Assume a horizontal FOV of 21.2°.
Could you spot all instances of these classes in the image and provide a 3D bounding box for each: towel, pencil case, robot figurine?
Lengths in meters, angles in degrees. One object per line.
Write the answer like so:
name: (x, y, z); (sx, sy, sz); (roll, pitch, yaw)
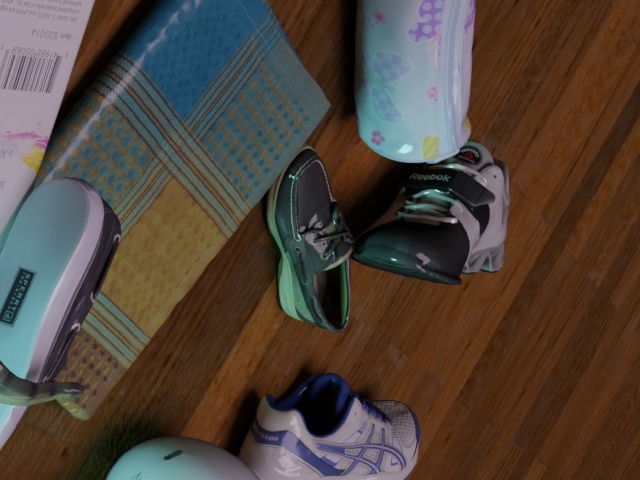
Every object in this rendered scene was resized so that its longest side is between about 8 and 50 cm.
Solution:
towel: (-0.148, -0.047, 1.447); (0.370, 0.040, 0.271); (-53, 149, -13)
pencil case: (0.095, -0.207, 1.611); (0.113, 0.124, 0.273); (-37, 143, -38)
robot figurine: (-0.155, 0.319, 1.604); (0.209, 0.173, 0.278); (-73, -174, -83)

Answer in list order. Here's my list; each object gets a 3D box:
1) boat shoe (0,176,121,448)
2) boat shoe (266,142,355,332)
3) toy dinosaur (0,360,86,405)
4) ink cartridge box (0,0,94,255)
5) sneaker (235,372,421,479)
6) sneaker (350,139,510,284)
boat shoe: (-0.204, 0.067, 1.174); (0.228, 0.080, 0.076); (-67, 152, -8)
boat shoe: (-0.001, 0.001, 1.680); (0.080, 0.073, 0.224); (-41, 145, -33)
toy dinosaur: (-0.263, 0.052, 1.038); (0.118, 0.064, 0.268); (-30, 131, 8)
ink cartridge box: (-0.293, -0.053, 1.121); (0.207, 0.119, 0.353); (0, 113, -58)
sneaker: (0.027, 0.204, 1.856); (0.296, 0.112, 0.131); (-14, 125, -54)
sneaker: (0.124, -0.036, 1.810); (0.330, 0.122, 0.146); (-17, 121, -71)
